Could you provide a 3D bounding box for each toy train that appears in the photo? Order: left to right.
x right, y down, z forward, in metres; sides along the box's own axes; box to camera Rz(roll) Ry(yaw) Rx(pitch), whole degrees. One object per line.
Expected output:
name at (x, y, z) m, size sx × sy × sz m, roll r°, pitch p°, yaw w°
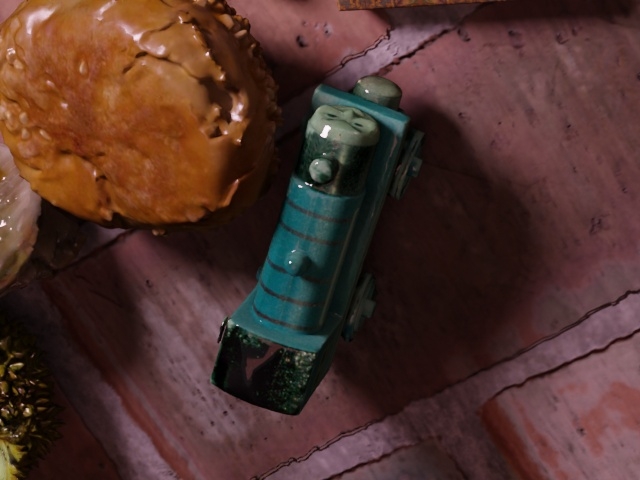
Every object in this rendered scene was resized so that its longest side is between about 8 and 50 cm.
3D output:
toy train at (0.000, 0.000, 1.407) m, size 0.120 × 0.194 × 0.298 m, roll 21°, pitch 115°, yaw 9°

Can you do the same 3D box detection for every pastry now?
pastry at (-0.157, -0.126, 1.411) m, size 0.311 × 0.162 × 0.255 m, roll 10°, pitch 126°, yaw 35°

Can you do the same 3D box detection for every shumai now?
shumai at (-0.339, -0.001, 1.556) m, size 0.201 × 0.201 × 0.120 m, roll -3°, pitch 152°, yaw 18°

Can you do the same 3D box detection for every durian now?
durian at (-0.375, 0.160, 1.597) m, size 0.200 × 0.176 × 0.237 m, roll -31°, pitch 96°, yaw 37°

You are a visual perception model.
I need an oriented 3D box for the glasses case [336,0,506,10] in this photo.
glasses case at (0.119, -0.249, 1.350) m, size 0.218 × 0.049 × 0.075 m, roll -1°, pitch 117°, yaw 18°
